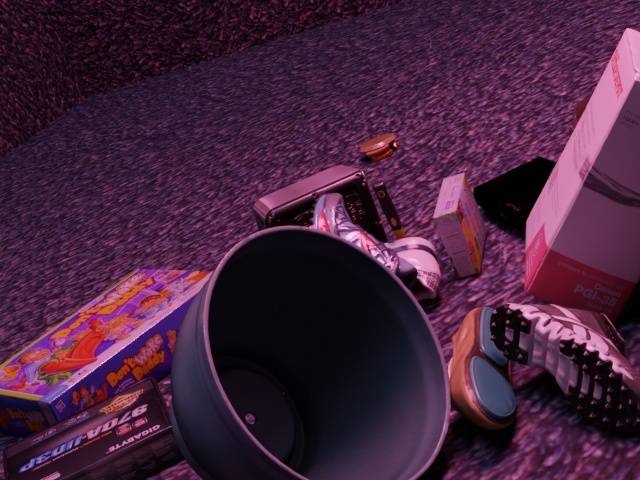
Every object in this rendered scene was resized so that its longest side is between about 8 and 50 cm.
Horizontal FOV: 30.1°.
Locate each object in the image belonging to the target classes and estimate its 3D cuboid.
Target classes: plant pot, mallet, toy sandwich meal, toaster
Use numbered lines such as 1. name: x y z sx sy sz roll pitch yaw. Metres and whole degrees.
1. plant pot: -0.039 0.159 1.247 0.196 0.293 0.293 -41 2 43
2. mallet: 0.116 -0.015 1.632 0.062 0.189 0.039 -10 46 8
3. toy sandwich meal: 0.113 -0.178 2.280 0.086 0.029 0.085 -22 15 6
4. toaster: 0.000 0.000 1.734 0.186 0.168 0.110 -25 17 -10

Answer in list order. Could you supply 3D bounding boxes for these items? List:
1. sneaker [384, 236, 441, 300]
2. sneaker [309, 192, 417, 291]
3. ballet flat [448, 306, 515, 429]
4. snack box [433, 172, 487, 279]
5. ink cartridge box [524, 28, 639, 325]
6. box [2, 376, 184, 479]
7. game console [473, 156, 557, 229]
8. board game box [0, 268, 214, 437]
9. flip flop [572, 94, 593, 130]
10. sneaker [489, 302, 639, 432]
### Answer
1. sneaker: 0.051 0.071 1.623 0.235 0.090 0.094 -22 38 17
2. sneaker: 0.062 0.046 1.547 0.125 0.104 0.261 -14 59 -1
3. ballet flat: 0.172 0.154 1.311 0.073 0.080 0.232 -45 8 24
4. snack box: 0.197 -0.022 1.670 0.037 0.100 0.141 -16 20 19
5. ink cartridge box: 0.346 -0.076 1.379 0.117 0.283 0.207 23 27 0
6. box: -0.290 0.268 1.511 0.220 0.051 0.175 -25 20 -9
7. game console: 0.417 -0.113 1.756 0.361 0.044 0.213 -25 20 -9
8. board game box: -0.316 0.164 1.772 0.233 0.078 0.347 -1 29 46
9. flip flop: 0.410 -0.100 1.609 0.112 0.080 0.277 -8 50 0
10. sneaker: 0.283 0.119 1.237 0.106 0.078 0.234 -10 24 -26
